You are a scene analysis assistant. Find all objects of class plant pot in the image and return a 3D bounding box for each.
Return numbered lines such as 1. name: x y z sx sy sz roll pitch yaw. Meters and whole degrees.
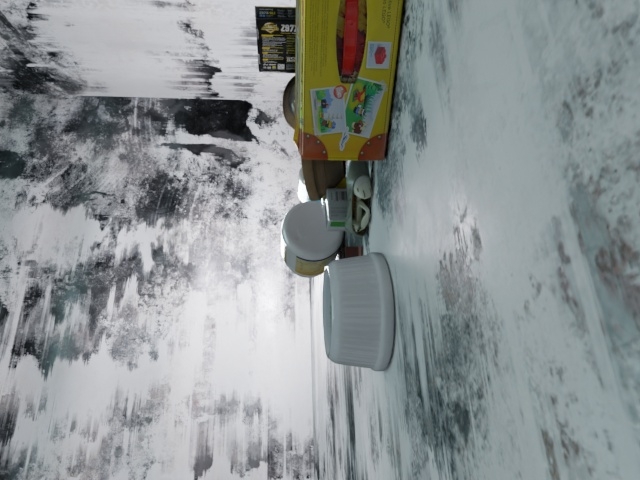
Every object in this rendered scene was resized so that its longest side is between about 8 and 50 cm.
1. plant pot: 0.014 -0.235 1.266 0.237 0.110 0.237 -4 -90 -81

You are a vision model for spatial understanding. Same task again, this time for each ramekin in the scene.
1. ramekin: 0.076 0.162 1.004 0.273 0.127 0.272 180 90 -84

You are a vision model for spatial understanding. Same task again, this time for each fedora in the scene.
1. fedora: -0.030 -0.598 1.866 0.124 0.244 0.275 -10 58 56

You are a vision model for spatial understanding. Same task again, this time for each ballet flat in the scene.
1. ballet flat: 0.105 -0.105 1.114 0.068 0.072 0.213 40 137 46

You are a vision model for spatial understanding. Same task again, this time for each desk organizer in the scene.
1. desk organizer: 0.088 0.045 1.287 0.130 0.050 0.047 126 144 -81

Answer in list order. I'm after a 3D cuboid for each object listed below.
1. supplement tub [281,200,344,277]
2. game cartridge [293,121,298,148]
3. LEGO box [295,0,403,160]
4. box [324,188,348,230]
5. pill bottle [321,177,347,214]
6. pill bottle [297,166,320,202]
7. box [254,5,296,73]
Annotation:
1. supplement tub: -0.039 0.009 1.692 0.316 0.229 0.228 104 165 -68
2. game cartridge: -0.017 -0.431 1.667 0.285 0.053 0.323 53 -143 -58
3. LEGO box: 0.043 -0.478 0.973 0.372 0.193 0.499 -98 9 -59
4. box: 0.066 -0.086 1.246 0.087 0.101 0.101 104 165 -71
5. pill bottle: 0.051 -0.151 1.399 0.184 0.103 0.103 -96 8 -51
6. pill bottle: -0.038 -0.265 2.146 0.264 0.146 0.146 102 167 -69
7. box: -0.088 -0.775 1.707 0.257 0.322 0.079 99 169 -63
